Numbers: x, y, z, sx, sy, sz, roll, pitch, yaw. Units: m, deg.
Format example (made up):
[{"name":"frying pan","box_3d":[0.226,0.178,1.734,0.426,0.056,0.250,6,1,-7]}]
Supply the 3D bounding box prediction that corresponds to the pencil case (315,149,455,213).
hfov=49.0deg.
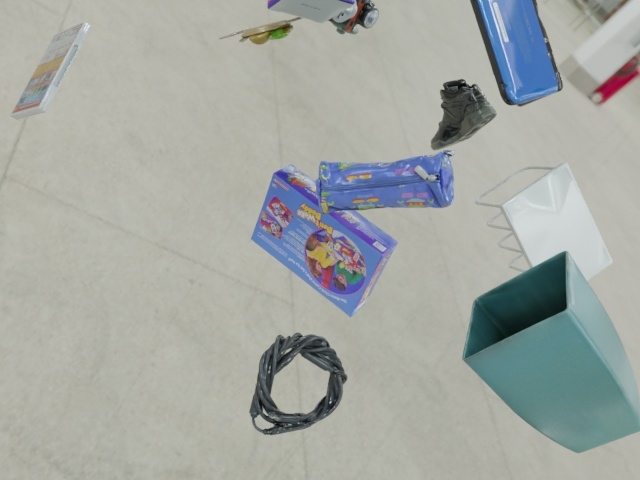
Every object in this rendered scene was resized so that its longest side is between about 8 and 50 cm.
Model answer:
[{"name":"pencil case","box_3d":[0.137,-0.123,1.504,0.133,0.306,0.119,6,81,-74]}]

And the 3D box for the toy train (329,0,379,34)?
[{"name":"toy train","box_3d":[-0.015,-0.600,1.645,0.334,0.142,0.190,44,29,26]}]

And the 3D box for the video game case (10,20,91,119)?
[{"name":"video game case","box_3d":[-0.752,-0.471,1.953,0.025,0.204,0.285,35,67,-39]}]

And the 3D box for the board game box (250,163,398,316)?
[{"name":"board game box","box_3d":[0.000,0.000,1.787,0.347,0.233,0.078,37,41,16]}]

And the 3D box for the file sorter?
[{"name":"file sorter","box_3d":[0.535,-0.022,1.715,0.278,0.193,0.173,60,-10,-13]}]

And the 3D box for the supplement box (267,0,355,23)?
[{"name":"supplement box","box_3d":[-0.014,-0.495,1.170,0.111,0.114,0.220,5,84,-31]}]

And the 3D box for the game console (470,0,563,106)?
[{"name":"game console","box_3d":[0.335,-0.397,1.357,0.250,0.173,0.293,-21,94,-37]}]

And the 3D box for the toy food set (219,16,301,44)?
[{"name":"toy food set","box_3d":[-0.130,-0.491,1.667,0.132,0.192,0.038,-39,121,-50]}]

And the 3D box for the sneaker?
[{"name":"sneaker","box_3d":[0.323,-0.304,1.687,0.087,0.227,0.130,-21,80,-23]}]

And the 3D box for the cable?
[{"name":"cable","box_3d":[-0.031,0.215,1.071,0.184,0.047,0.151,2,88,-43]}]

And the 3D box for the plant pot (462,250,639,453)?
[{"name":"plant pot","box_3d":[0.350,0.175,1.010,0.234,0.165,0.165,49,31,-10]}]
